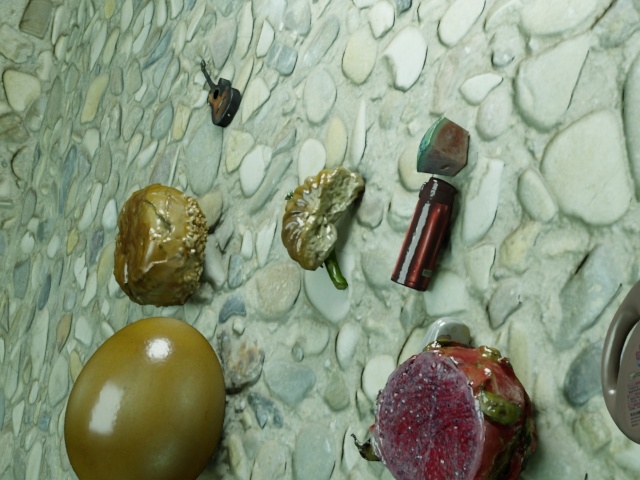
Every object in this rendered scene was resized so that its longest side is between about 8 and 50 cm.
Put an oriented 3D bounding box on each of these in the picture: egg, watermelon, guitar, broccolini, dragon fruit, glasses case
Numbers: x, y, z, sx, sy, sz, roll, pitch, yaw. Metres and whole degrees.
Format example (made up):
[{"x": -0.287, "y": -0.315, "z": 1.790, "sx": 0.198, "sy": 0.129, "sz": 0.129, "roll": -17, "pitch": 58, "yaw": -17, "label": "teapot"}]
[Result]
[{"x": -0.316, "y": 0.311, "z": 1.861, "sx": 0.282, "sy": 0.282, "sz": 0.351, "roll": 15, "pitch": 89, "yaw": 57, "label": "egg"}, {"x": 0.179, "y": -0.138, "z": 1.502, "sx": 0.072, "sy": 0.092, "sz": 0.085, "roll": 7, "pitch": 92, "yaw": 18, "label": "watermelon"}, {"x": -0.227, "y": -0.331, "z": 2.215, "sx": 0.088, "sy": 0.025, "sz": 0.233, "roll": -58, "pitch": 36, "yaw": 24, "label": "guitar"}, {"x": -0.002, "y": 0.001, "z": 1.739, "sx": 0.058, "sy": 0.067, "sz": 0.216, "roll": -50, "pitch": 50, "yaw": 38, "label": "broccolini"}, {"x": 0.175, "y": 0.234, "z": 1.315, "sx": 0.282, "sy": 0.147, "sz": 0.211, "roll": -31, "pitch": 63, "yaw": 49, "label": "dragon fruit"}, {"x": 0.156, "y": 0.183, "z": 1.415, "sx": 0.041, "sy": 0.063, "sz": 0.164, "roll": 39, "pitch": 110, "yaw": 57, "label": "glasses case"}]

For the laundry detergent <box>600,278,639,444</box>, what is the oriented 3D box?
[{"x": 0.373, "y": 0.106, "z": 1.112, "sx": 0.171, "sy": 0.076, "sz": 0.237, "roll": -30, "pitch": 53, "yaw": 47, "label": "laundry detergent"}]

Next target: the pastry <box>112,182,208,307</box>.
[{"x": -0.319, "y": 0.013, "z": 2.093, "sx": 0.311, "sy": 0.161, "sz": 0.255, "roll": 4, "pitch": 88, "yaw": 64, "label": "pastry"}]

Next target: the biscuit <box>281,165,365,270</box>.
[{"x": -0.013, "y": -0.044, "z": 1.693, "sx": 0.118, "sy": 0.061, "sz": 0.183, "roll": 18, "pitch": 79, "yaw": 33, "label": "biscuit"}]

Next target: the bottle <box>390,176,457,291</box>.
[{"x": 0.153, "y": -0.011, "z": 1.500, "sx": 0.060, "sy": 0.060, "sz": 0.164, "roll": 26, "pitch": 99, "yaw": 56, "label": "bottle"}]
